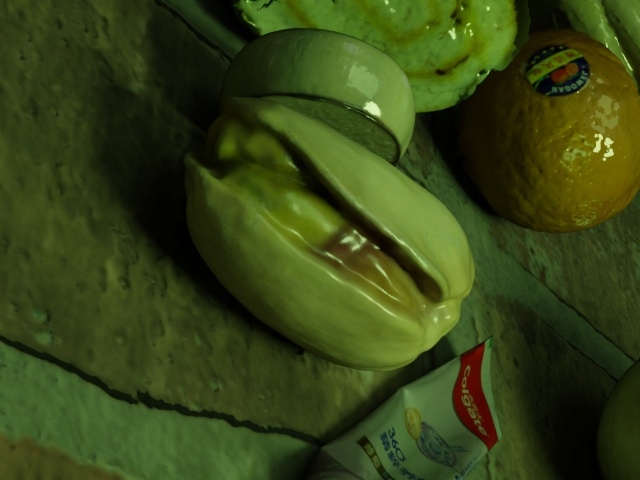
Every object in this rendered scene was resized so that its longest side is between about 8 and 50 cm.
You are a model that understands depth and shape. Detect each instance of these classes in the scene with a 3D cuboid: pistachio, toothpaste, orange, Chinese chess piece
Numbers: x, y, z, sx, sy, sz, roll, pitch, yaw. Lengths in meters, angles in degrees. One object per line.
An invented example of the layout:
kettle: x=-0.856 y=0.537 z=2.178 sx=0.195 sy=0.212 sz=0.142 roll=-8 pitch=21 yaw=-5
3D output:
pistachio: x=0.000 y=0.000 z=0.644 sx=0.200 sy=0.117 sz=0.145 roll=31 pitch=2 yaw=-30
toothpaste: x=0.060 y=0.130 z=0.687 sx=0.075 sy=0.048 sz=0.301 roll=60 pitch=27 yaw=6
orange: x=0.200 y=-0.094 z=0.966 sx=0.177 sy=0.155 sz=0.177 roll=59 pitch=-8 yaw=13
Chinese chess piece: x=-0.002 y=-0.081 z=0.690 sx=0.122 sy=0.122 sz=0.051 roll=30 pitch=61 yaw=-42

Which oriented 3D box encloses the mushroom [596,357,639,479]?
mushroom: x=0.360 y=0.199 z=0.845 sx=0.315 sy=0.315 sz=0.356 roll=58 pitch=30 yaw=-5

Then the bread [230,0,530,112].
bread: x=0.044 y=-0.196 z=0.806 sx=0.257 sy=0.186 sz=0.124 roll=39 pitch=19 yaw=-40

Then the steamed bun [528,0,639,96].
steamed bun: x=0.296 y=-0.233 z=1.092 sx=0.230 sy=0.372 sz=0.324 roll=-24 pitch=78 yaw=-28
